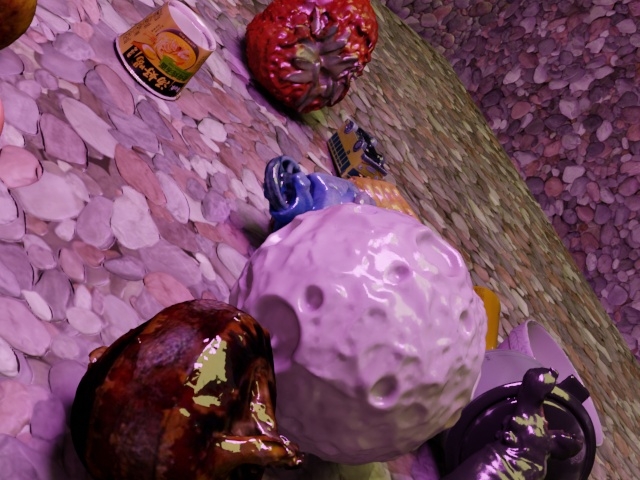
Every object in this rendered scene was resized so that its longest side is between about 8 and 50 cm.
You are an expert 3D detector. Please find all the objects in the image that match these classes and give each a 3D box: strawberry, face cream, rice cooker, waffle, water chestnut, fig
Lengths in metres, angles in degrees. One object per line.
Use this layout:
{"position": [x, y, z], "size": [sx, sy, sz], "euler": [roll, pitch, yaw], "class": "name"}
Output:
{"position": [-0.028, -0.462, 1.884], "size": [0.267, 0.312, 0.351], "euler": [60, -4, -35], "class": "strawberry"}
{"position": [0.317, 0.205, 1.712], "size": [0.105, 0.105, 0.348], "euler": [49, 23, -5], "class": "face cream"}
{"position": [0.310, 0.314, 1.338], "size": [0.241, 0.280, 0.227], "euler": [48, 7, -13], "class": "rice cooker"}
{"position": [0.169, 0.014, 1.747], "size": [0.327, 0.098, 0.224], "euler": [56, 22, 18], "class": "waffle"}
{"position": [-0.120, 0.175, 0.819], "size": [0.224, 0.238, 0.223], "euler": [6, 90, -71], "class": "water chestnut"}
{"position": [-0.440, -0.315, 1.078], "size": [0.120, 0.136, 0.153], "euler": [66, -19, -4], "class": "fig"}

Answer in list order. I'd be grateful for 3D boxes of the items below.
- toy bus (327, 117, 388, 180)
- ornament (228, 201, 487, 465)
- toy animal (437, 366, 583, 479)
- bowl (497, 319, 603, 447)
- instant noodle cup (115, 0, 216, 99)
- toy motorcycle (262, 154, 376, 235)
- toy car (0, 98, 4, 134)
{"position": [0.083, -0.192, 1.884], "size": [0.088, 0.101, 0.175], "euler": [35, 23, -33], "class": "toy bus"}
{"position": [0.037, 0.118, 1.052], "size": [0.337, 0.337, 0.337], "euler": [40, 25, -23], "class": "ornament"}
{"position": [0.259, 0.346, 1.169], "size": [0.168, 0.343, 0.106], "euler": [47, -17, 1], "class": "toy animal"}
{"position": [0.448, 0.322, 1.708], "size": [0.287, 0.144, 0.287], "euler": [44, 26, -29], "class": "bowl"}
{"position": [-0.266, -0.340, 1.444], "size": [0.151, 0.122, 0.151], "euler": [40, 28, -26], "class": "instant noodle cup"}
{"position": [0.020, -0.008, 1.389], "size": [0.319, 0.182, 0.241], "euler": [12, 44, -58], "class": "toy motorcycle"}
{"position": [-0.417, -0.115, 0.783], "size": [0.212, 0.180, 0.270], "euler": [53, 21, -21], "class": "toy car"}
